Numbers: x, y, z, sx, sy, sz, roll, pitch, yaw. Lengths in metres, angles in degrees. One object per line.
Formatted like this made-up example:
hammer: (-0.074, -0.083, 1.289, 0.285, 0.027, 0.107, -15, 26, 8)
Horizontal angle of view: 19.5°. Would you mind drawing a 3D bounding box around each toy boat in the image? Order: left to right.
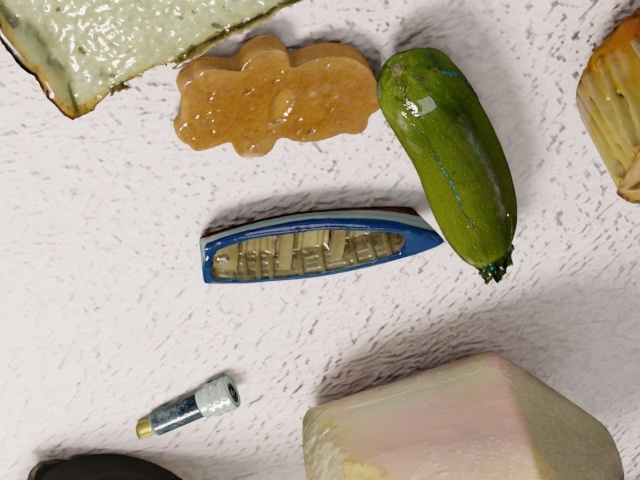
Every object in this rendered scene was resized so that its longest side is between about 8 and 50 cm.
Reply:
toy boat: (0.000, 0.000, 1.730, 0.229, 0.046, 0.080, -8, 139, -12)

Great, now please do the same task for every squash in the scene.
squash: (0.126, -0.061, 1.676, 0.087, 0.087, 0.331, -22, 139, 5)

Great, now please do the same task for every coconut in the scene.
coconut: (0.156, 0.263, 1.904, 0.309, 0.297, 0.297, -15, 141, 4)

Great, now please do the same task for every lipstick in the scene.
lipstick: (-0.139, 0.174, 1.893, 0.116, 0.037, 0.037, -23, 141, 13)

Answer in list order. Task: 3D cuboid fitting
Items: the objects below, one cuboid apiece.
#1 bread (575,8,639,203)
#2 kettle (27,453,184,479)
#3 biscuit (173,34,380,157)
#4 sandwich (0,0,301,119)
bread: (0.369, -0.128, 1.642, 0.288, 0.156, 0.204, -5, 147, -20)
kettle: (-0.217, 0.455, 1.966, 0.250, 0.361, 0.376, -37, 161, -51)
biscuit: (-0.037, -0.125, 1.584, 0.184, 0.027, 0.133, -15, 140, -6)
sandwich: (-0.137, -0.223, 1.384, 0.251, 0.087, 0.226, -29, 141, 9)
